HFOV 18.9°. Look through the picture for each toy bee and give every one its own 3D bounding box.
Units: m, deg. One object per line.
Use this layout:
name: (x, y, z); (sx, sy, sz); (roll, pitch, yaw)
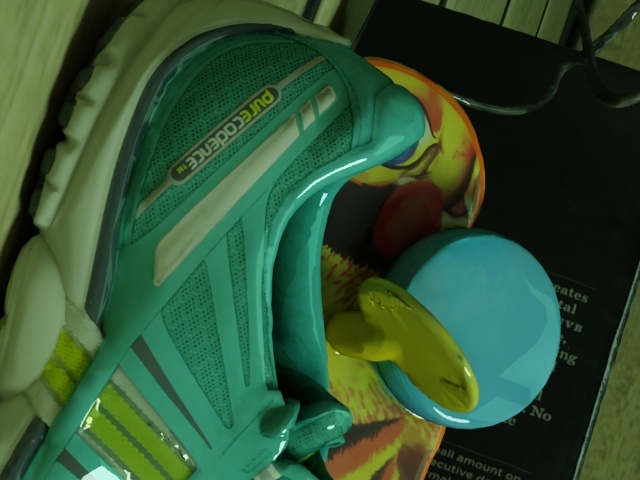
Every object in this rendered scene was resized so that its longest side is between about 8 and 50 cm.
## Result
toy bee: (0.000, 0.000, 0.698); (0.195, 0.162, 0.298); (-25, -141, 50)

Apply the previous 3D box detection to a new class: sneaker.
sneaker: (-0.048, 0.064, 0.580); (0.107, 0.110, 0.275); (-26, 134, -79)

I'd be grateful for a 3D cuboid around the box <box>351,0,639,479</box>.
box: (0.044, 0.091, 0.970); (0.296, 0.183, 0.294); (100, 13, -50)
